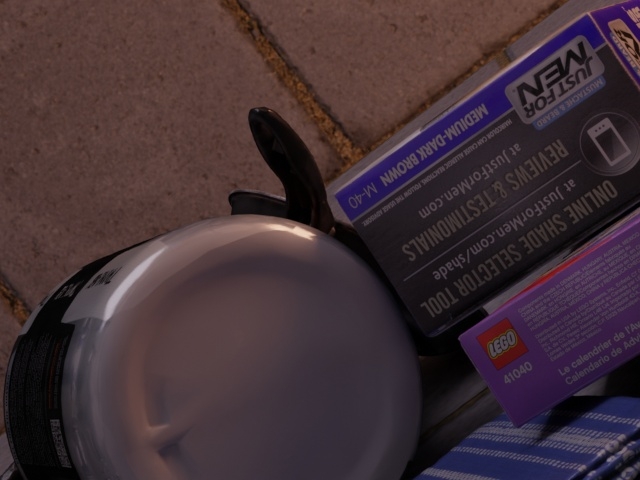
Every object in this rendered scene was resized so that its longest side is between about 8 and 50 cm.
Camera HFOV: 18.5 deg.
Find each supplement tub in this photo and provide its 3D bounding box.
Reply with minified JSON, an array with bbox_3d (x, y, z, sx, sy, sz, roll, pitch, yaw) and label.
[{"bbox_3d":[-0.084,0.100,1.234,0.207,0.207,0.338,-41,8,-18],"label":"supplement tub"}]

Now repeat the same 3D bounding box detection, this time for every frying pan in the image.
[{"bbox_3d":[0.026,0.014,1.249,0.053,0.197,0.326,-63,0,-10],"label":"frying pan"}]

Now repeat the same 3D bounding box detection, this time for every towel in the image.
[{"bbox_3d":[0.013,0.189,0.929,0.336,0.040,0.243,-38,5,-12],"label":"towel"}]

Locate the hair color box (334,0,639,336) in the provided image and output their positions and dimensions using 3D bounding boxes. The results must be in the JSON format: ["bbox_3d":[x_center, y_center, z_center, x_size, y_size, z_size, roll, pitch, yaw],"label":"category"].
[{"bbox_3d":[0.160,-0.062,1.213,0.185,0.110,0.339,-35,-2,23],"label":"hair color box"}]

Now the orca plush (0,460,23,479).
[{"bbox_3d":[-0.166,0.224,1.491,0.287,0.102,0.151,-31,-46,-53],"label":"orca plush"}]

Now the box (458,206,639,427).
[{"bbox_3d":[0.224,-0.025,0.966,0.293,0.057,0.201,-35,-4,25],"label":"box"}]
